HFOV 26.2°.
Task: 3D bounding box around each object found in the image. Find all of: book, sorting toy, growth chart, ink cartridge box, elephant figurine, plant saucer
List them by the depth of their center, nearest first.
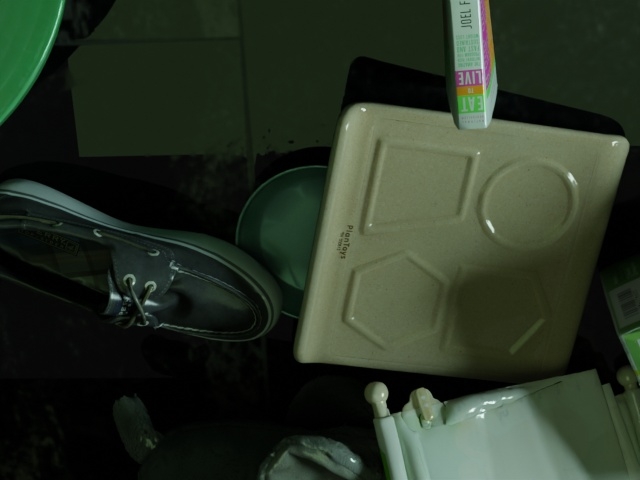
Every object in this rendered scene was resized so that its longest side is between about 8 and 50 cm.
[{"bbox_3d":[0.091,-0.152,0.863,0.035,0.096,0.144,-4,111,7],"label":"book"},{"bbox_3d":[0.094,0.004,0.945,0.208,0.038,0.193,5,113,-14],"label":"sorting toy"},{"bbox_3d":[0.150,0.171,0.948,0.237,0.021,0.171,-4,81,-24],"label":"growth chart"},{"bbox_3d":[0.264,0.118,0.951,0.062,0.109,0.209,-23,109,13],"label":"ink cartridge box"},{"bbox_3d":[0.000,0.000,0.973,0.119,0.021,0.119,2,112,5],"label":"plant saucer"},{"bbox_3d":[0.005,0.178,0.984,0.239,0.169,0.186,-25,139,11],"label":"elephant figurine"}]

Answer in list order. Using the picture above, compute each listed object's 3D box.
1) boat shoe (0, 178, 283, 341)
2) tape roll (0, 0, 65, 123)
[{"bbox_3d":[-0.141,0.025,0.955,0.229,0.076,0.080,24,122,0],"label":"boat shoe"},{"bbox_3d":[-0.315,-0.182,0.836,0.321,0.077,0.321,-1,96,-10],"label":"tape roll"}]
